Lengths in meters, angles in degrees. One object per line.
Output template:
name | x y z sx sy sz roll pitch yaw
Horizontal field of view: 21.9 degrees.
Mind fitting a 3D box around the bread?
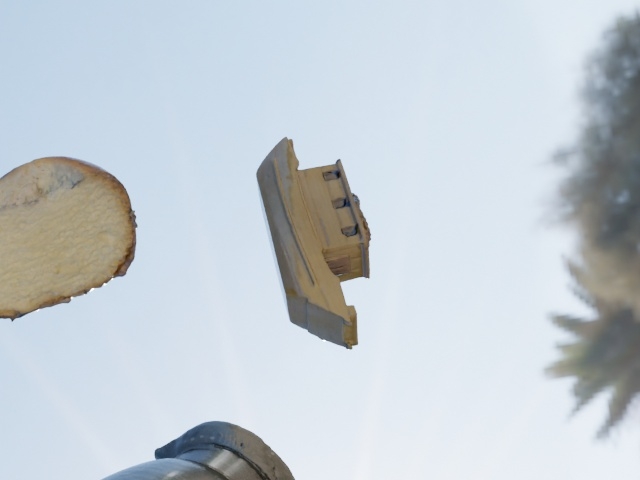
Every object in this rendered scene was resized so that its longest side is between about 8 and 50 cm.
bread | -0.197 -0.006 1.190 0.044 0.126 0.129 55 156 32

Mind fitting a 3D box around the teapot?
teapot | -0.106 0.310 1.708 0.285 0.305 0.223 -40 -56 -53

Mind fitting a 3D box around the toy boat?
toy boat | 0.000 0.000 1.289 0.057 0.077 0.200 85 172 -46
